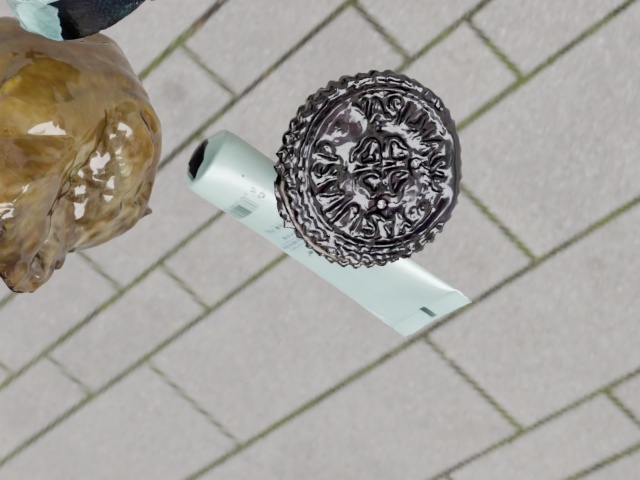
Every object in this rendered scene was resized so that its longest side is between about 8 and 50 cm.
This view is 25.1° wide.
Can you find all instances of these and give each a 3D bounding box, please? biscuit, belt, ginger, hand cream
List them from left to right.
[{"bbox_3d":[-0.285,-0.101,1.396,0.223,0.269,0.200,35,129,22],"label":"ginger"},{"bbox_3d":[-0.213,-0.273,1.299,0.151,0.198,0.078,26,164,26],"label":"belt"},{"bbox_3d":[0.000,0.000,1.465,0.320,0.067,0.109,36,138,-19],"label":"hand cream"},{"bbox_3d":[0.048,-0.066,1.363,0.194,0.194,0.053,52,168,-20],"label":"biscuit"}]
